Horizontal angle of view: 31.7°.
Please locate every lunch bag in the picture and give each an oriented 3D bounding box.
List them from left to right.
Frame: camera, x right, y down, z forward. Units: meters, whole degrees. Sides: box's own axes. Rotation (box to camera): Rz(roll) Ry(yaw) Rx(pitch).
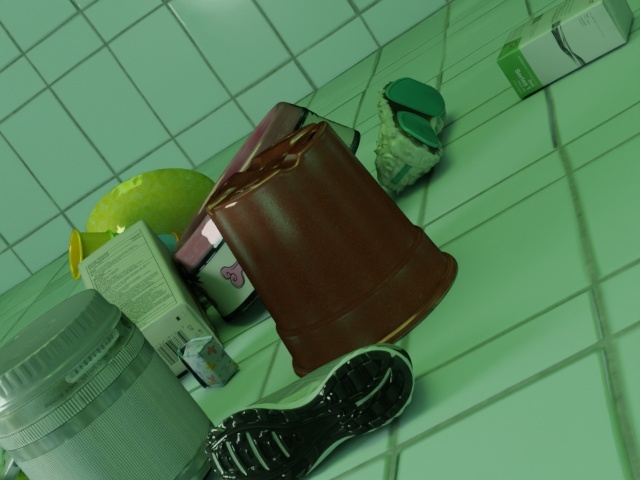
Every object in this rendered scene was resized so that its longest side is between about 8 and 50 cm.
[{"bbox_3d":[-0.177,0.188,1.728,0.083,0.071,0.053,-12,31,53],"label":"lunch bag"}]

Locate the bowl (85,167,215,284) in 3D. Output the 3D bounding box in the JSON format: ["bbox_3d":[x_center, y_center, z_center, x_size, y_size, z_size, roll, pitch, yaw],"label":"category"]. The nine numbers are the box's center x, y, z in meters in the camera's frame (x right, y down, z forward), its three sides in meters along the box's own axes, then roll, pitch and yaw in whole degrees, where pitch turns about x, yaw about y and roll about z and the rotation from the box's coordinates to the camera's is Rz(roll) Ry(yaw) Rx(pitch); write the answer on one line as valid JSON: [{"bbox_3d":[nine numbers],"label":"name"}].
[{"bbox_3d":[-0.313,0.009,2.275,0.289,0.289,0.156,-33,55,10],"label":"bowl"}]

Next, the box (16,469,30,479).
[{"bbox_3d":[-0.476,0.367,1.896,0.178,0.042,0.109,-40,16,-17],"label":"box"}]

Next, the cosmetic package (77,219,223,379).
[{"bbox_3d":[-0.296,0.110,1.938,0.153,0.129,0.296,-35,36,0],"label":"cosmetic package"}]

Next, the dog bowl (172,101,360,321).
[{"bbox_3d":[-0.108,-0.066,1.978,0.408,0.150,0.408,-52,11,14],"label":"dog bowl"}]

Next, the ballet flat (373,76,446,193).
[{"bbox_3d":[0.151,-0.198,2.113,0.147,0.147,0.409,-31,14,18],"label":"ballet flat"}]

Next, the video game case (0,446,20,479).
[{"bbox_3d":[-0.480,0.285,1.851,0.193,0.023,0.212,-64,18,7],"label":"video game case"}]

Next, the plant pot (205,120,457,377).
[{"bbox_3d":[0.000,0.000,1.529,0.272,0.265,0.272,-33,15,10],"label":"plant pot"}]

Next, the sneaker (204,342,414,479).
[{"bbox_3d":[-0.008,0.201,1.286,0.271,0.100,0.108,-28,2,14],"label":"sneaker"}]

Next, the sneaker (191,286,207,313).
[{"bbox_3d":[-0.334,0.136,2.138,0.135,0.098,0.276,-47,31,-23],"label":"sneaker"}]

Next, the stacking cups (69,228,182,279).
[{"bbox_3d":[-0.306,0.021,2.123,0.316,0.096,0.096,-2,1,-23],"label":"stacking cups"}]

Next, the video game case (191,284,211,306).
[{"bbox_3d":[-0.228,0.093,2.245,0.173,0.022,0.190,-29,16,23],"label":"video game case"}]

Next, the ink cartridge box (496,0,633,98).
[{"bbox_3d":[0.442,-0.367,2.031,0.219,0.093,0.160,-26,17,32],"label":"ink cartridge box"}]

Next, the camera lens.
[{"bbox_3d":[-0.278,0.227,1.421,0.219,0.274,0.219,-33,15,10],"label":"camera lens"}]
